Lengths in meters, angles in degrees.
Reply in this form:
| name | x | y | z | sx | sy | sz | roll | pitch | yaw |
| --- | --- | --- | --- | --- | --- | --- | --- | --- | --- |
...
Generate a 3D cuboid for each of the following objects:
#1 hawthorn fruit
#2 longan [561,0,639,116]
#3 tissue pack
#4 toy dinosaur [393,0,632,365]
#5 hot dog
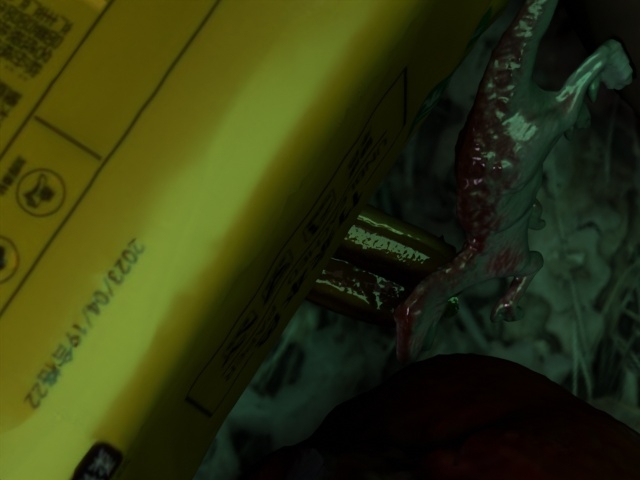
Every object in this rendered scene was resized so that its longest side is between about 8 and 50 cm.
| name | x | y | z | sx | sy | sz | roll | pitch | yaw |
| --- | --- | --- | --- | --- | --- | --- | --- | --- | --- |
| hawthorn fruit | 0.085 | 0.213 | 0.658 | 0.311 | 0.295 | 0.295 | 31 | 81 | -15 |
| longan | 0.277 | -0.194 | 0.699 | 0.318 | 0.319 | 0.319 | 0 | 89 | -16 |
| tissue pack | -0.122 | -0.067 | 0.595 | 0.293 | 0.228 | 0.382 | 31 | 81 | 10 |
| toy dinosaur | 0.101 | -0.056 | 0.671 | 0.167 | 0.053 | 0.242 | -29 | 135 | -26 |
| hot dog | 0.000 | 0.000 | 0.741 | 0.188 | 0.055 | 0.072 | 23 | 116 | -10 |
